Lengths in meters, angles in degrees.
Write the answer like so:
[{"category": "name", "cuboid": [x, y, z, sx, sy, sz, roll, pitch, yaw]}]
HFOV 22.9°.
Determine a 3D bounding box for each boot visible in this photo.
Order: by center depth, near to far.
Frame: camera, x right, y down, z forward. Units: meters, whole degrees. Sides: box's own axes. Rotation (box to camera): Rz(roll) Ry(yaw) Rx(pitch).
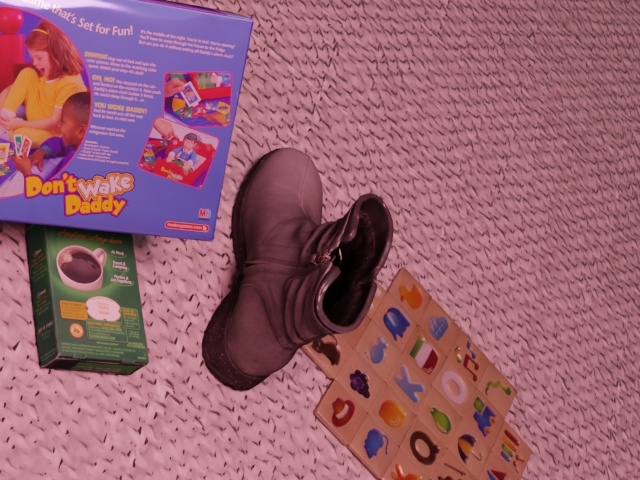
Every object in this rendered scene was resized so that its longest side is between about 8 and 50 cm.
[{"category": "boot", "cuboid": [0.000, 0.000, 1.753, 0.118, 0.223, 0.338, 31, 47, -27]}]

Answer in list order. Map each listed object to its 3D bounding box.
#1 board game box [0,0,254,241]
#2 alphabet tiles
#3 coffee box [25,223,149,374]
[{"category": "board game box", "cuboid": [-0.254, -0.134, 1.544, 0.347, 0.078, 0.233, 6, 101, -28]}, {"category": "alphabet tiles", "cuboid": [0.123, 0.195, 1.918, 0.342, 0.011, 0.285, 47, 42, -13]}, {"category": "coffee box", "cuboid": [-0.241, 0.044, 1.626, 0.113, 0.040, 0.184, 8, 61, -40]}]
